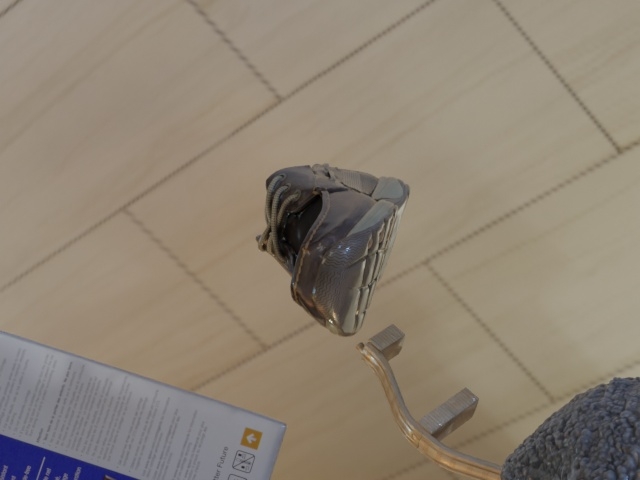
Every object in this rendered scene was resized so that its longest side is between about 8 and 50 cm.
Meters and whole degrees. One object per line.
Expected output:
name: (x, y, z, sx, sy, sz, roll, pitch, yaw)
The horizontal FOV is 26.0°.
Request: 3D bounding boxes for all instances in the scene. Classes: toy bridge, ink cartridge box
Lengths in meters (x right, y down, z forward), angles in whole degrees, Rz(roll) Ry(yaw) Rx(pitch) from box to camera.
toy bridge: (0.094, 0.137, 1.064, 0.188, 0.063, 0.026, 39, 139, 26)
ink cartridge box: (-0.232, 0.205, 1.350, 0.370, 0.069, 0.176, 18, 84, -1)

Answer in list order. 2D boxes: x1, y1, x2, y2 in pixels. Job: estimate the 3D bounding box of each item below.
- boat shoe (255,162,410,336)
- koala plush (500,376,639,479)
boat shoe: (0.000, 0.000, 1.322, 0.130, 0.355, 0.132, 18, 99, 5)
koala plush: (0.132, 0.173, 0.604, 0.196, 0.221, 0.203, -18, 87, 28)
